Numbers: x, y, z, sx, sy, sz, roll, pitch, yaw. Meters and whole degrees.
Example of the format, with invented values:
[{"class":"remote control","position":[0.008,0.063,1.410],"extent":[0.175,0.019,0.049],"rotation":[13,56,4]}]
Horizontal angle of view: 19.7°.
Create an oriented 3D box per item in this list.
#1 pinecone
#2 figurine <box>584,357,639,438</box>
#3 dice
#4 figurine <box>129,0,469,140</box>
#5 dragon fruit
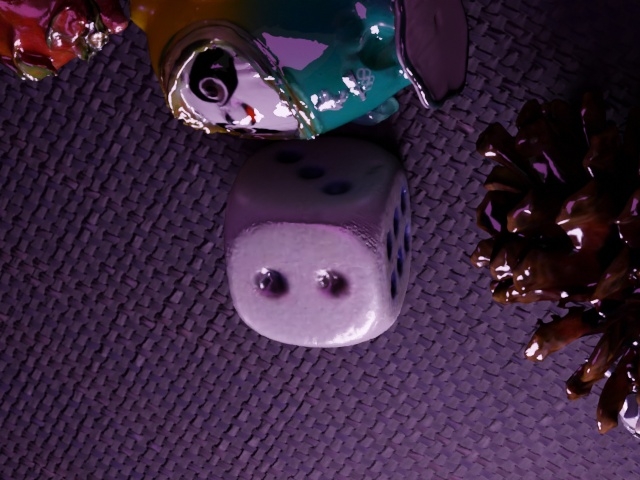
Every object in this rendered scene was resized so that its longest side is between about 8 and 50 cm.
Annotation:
[{"class":"pinecone","position":[0.316,-0.001,1.988],"extent":[0.384,0.384,0.384],"rotation":[7,124,10]},{"class":"figurine","position":[0.417,0.162,2.168],"extent":[0.208,0.128,0.184],"rotation":[-2,135,-35]},{"class":"dice","position":[0.000,0.000,2.141],"extent":[0.192,0.193,0.194],"rotation":[4,122,14]},{"class":"figurine","position":[-0.027,-0.225,1.992],"extent":[0.340,0.231,0.323],"rotation":[-1,148,24]},{"class":"dragon fruit","position":[-0.331,-0.252,2.054],"extent":[0.269,0.198,0.200],"rotation":[-35,66,32]}]
